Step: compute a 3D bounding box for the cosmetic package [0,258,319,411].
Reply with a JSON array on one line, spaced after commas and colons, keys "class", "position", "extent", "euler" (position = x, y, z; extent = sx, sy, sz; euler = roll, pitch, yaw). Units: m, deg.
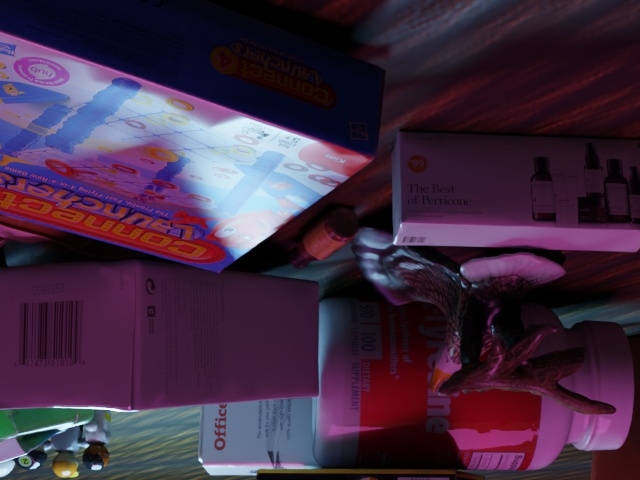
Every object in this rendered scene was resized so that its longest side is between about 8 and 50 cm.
[{"class": "cosmetic package", "position": [-0.178, 0.112, 1.278], "extent": [0.217, 0.156, 0.385], "euler": [-4, 172, 29]}]

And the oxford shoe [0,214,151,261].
[{"class": "oxford shoe", "position": [-0.240, -0.030, 1.159], "extent": [0.212, 0.076, 0.076], "euler": [9, 137, -30]}]

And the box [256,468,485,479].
[{"class": "box", "position": [0.080, 0.350, 1.516], "extent": [0.257, 0.079, 0.322], "euler": [-5, 166, 14]}]

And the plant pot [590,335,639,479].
[{"class": "plant pot", "position": [0.570, 0.264, 1.678], "extent": [0.267, 0.235, 0.267], "euler": [-17, 153, 35]}]

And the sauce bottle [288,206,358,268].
[{"class": "sauce bottle", "position": [0.000, 0.000, 1.271], "extent": [0.042, 0.042, 0.128], "euler": [9, 159, -22]}]

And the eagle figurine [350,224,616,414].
[{"class": "eagle figurine", "position": [0.165, 0.065, 1.232], "extent": [0.225, 0.298, 0.226], "euler": [-32, 122, 14]}]

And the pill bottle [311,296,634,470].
[{"class": "pill bottle", "position": [0.194, 0.192, 1.505], "extent": [0.408, 0.229, 0.229], "euler": [1, 159, -3]}]

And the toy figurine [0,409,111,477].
[{"class": "toy figurine", "position": [-0.499, 0.364, 2.067], "extent": [0.210, 0.148, 0.213], "euler": [18, 152, -38]}]

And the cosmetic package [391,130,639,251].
[{"class": "cosmetic package", "position": [0.190, -0.047, 1.070], "extent": [0.239, 0.098, 0.060], "euler": [1, 157, -4]}]

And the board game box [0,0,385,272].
[{"class": "board game box", "position": [-0.156, -0.092, 0.932], "extent": [0.308, 0.086, 0.302], "euler": [16, 154, -23]}]

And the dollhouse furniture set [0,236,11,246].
[{"class": "dollhouse furniture set", "position": [-0.443, -0.035, 1.163], "extent": [0.161, 0.101, 0.182], "euler": [-30, 152, 8]}]

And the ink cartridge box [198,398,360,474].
[{"class": "ink cartridge box", "position": [-0.040, 0.253, 1.707], "extent": [0.273, 0.196, 0.114], "euler": [0, 159, 1]}]

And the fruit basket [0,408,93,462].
[{"class": "fruit basket", "position": [-0.358, 0.183, 1.489], "extent": [0.327, 0.165, 0.353], "euler": [-21, 174, 29]}]

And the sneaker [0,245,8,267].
[{"class": "sneaker", "position": [-0.373, 0.070, 1.269], "extent": [0.051, 0.089, 0.170], "euler": [1, 118, -6]}]
